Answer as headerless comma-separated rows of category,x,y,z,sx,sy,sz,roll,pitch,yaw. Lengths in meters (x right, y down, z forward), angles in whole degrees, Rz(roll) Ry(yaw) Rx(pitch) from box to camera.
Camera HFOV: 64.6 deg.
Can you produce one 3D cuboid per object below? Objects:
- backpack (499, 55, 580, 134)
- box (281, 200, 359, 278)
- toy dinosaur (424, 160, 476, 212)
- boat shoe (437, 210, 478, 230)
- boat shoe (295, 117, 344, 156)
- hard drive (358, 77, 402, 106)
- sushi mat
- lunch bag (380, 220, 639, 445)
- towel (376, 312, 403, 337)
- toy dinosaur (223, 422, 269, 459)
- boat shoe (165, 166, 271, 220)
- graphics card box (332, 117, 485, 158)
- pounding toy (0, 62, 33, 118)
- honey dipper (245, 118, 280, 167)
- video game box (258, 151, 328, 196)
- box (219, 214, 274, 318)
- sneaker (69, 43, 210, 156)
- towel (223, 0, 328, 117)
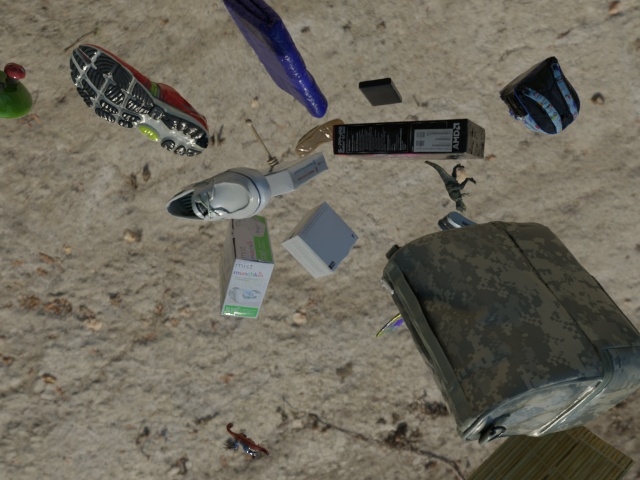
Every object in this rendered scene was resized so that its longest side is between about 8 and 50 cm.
backpack,0.579,-0.363,1.325,0.158,0.117,0.173,-41,99,-7
box,0.000,0.000,1.714,0.182,0.181,0.119,47,147,-13
toy dinosaur,0.530,-0.232,1.985,0.118,0.064,0.268,-36,102,6
boat shoe,0.510,-0.036,1.811,0.183,0.065,0.083,34,153,-10
boat shoe,-0.006,-0.318,1.516,0.170,0.059,0.063,-29,127,16
hard drive,0.176,-0.429,1.470,0.094,0.135,0.022,-2,82,23
sushi mat,0.312,0.390,0.771,0.317,0.151,0.019,-36,139,-16
lunch bag,0.251,0.123,0.734,0.256,0.305,0.212,0,137,-25
towel,0.145,0.153,0.955,0.060,0.009,0.083,-4,142,-51
toy dinosaur,-0.155,0.404,1.035,0.090,0.047,0.082,-25,111,30
boat shoe,-0.170,-0.060,0.818,0.076,0.226,0.083,-36,109,-38
graphics card box,0.246,-0.273,1.401,0.371,0.233,0.094,3,95,27
pounding toy,-0.878,-0.436,1.336,0.237,0.183,0.110,33,124,-9
honey dipper,-0.155,-0.258,1.369,0.031,0.030,0.160,-28,114,5
video game box,-0.109,-0.115,0.995,0.205,0.187,0.048,-12,102,23
box,-0.247,0.074,1.627,0.127,0.262,0.231,9,122,-18
sneaker,-0.331,-0.263,0.948,0.107,0.118,0.279,-38,127,23
towel,-0.094,-0.452,1.217,0.076,0.227,0.308,-43,149,-1
